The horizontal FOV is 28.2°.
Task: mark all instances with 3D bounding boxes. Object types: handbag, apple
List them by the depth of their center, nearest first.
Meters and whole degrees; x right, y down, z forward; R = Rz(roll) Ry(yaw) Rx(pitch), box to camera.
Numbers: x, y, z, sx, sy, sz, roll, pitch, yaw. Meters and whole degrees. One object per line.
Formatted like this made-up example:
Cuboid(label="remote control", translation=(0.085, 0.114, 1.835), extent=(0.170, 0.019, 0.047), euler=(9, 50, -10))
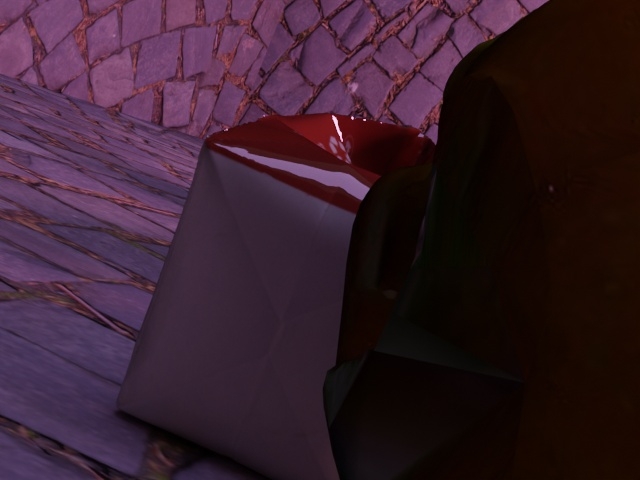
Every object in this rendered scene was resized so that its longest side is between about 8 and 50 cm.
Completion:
Cuboid(label="apple", translation=(0.174, 0.030, 0.469), extent=(0.374, 0.374, 0.384), euler=(20, 35, -26))
Cuboid(label="handbag", translation=(0.017, 0.017, 0.758), extent=(0.151, 0.171, 0.298), euler=(24, 17, 10))
